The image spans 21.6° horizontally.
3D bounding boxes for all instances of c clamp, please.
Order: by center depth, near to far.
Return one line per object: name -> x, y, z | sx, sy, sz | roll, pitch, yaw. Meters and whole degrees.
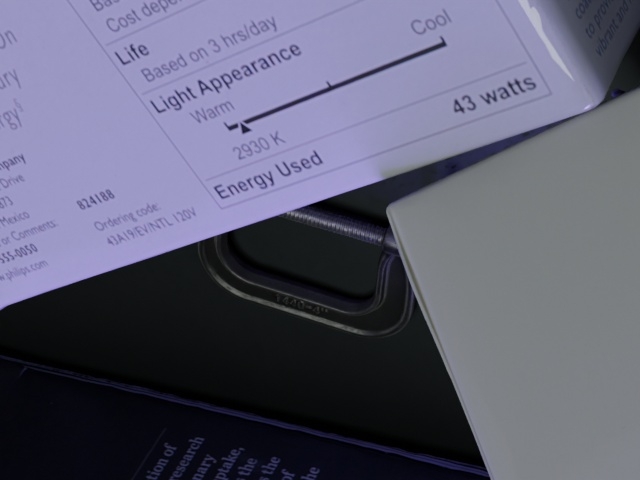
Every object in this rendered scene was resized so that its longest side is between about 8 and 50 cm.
c clamp -> 0.000, 0.000, 0.985 | 0.160, 0.022, 0.137 | 12, 136, 16

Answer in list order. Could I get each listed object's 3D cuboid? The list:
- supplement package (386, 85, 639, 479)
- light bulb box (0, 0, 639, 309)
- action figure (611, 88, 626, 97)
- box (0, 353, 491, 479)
supplement package -> 0.208, 0.005, 0.641 | 0.293, 0.177, 0.175 | -25, 82, 30
light bulb box -> -0.082, -0.204, 0.713 | 0.358, 0.225, 0.361 | -17, 116, 37
action figure -> 0.215, 0.055, 0.837 | 0.164, 0.141, 0.276 | 145, 114, -69
box -> -0.060, 0.378, 1.142 | 0.471, 0.297, 0.480 | 12, 131, 21
